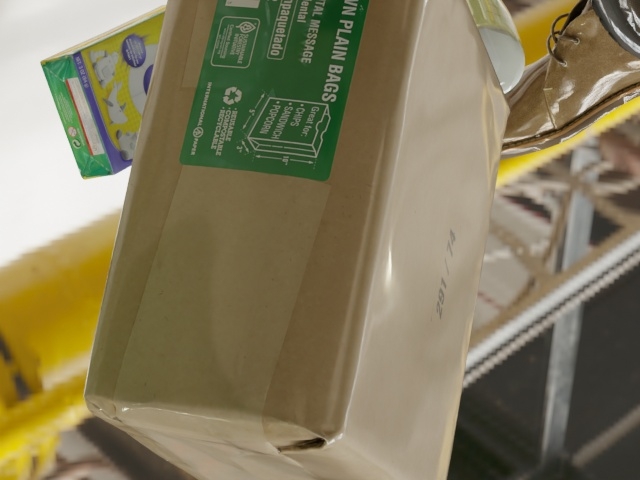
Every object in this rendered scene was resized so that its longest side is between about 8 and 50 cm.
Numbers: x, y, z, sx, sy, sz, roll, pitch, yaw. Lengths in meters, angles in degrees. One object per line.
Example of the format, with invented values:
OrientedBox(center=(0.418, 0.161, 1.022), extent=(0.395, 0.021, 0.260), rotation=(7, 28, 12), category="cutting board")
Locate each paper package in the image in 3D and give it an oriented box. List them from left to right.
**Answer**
OrientedBox(center=(0.000, 0.000, 1.101), extent=(0.168, 0.309, 0.324), rotation=(7, -107, 17), category="paper package")

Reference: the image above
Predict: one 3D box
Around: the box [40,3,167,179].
OrientedBox(center=(-0.142, -0.130, 1.408), extent=(0.043, 0.105, 0.179), rotation=(-6, -160, 37), category="box")

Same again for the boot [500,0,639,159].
OrientedBox(center=(0.233, -0.169, 1.573), extent=(0.305, 0.115, 0.112), rotation=(-23, -142, 21), category="boot")

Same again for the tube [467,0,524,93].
OrientedBox(center=(0.135, -0.187, 1.445), extent=(0.062, 0.070, 0.240), rotation=(8, -158, 0), category="tube")

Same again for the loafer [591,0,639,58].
OrientedBox(center=(0.158, -0.169, 0.840), extent=(0.078, 0.220, 0.080), rotation=(-17, -133, 26), category="loafer")
